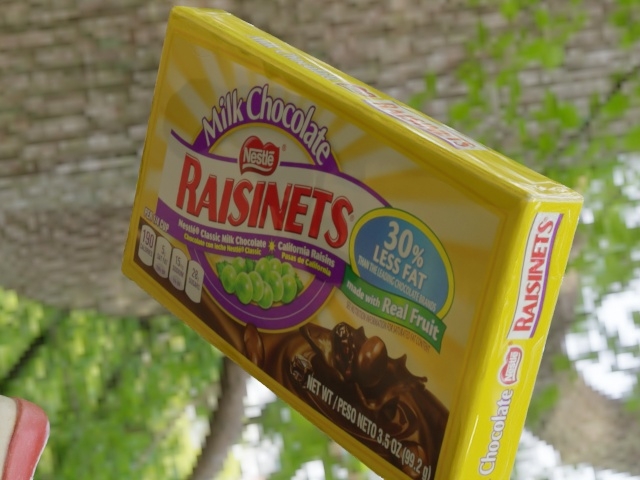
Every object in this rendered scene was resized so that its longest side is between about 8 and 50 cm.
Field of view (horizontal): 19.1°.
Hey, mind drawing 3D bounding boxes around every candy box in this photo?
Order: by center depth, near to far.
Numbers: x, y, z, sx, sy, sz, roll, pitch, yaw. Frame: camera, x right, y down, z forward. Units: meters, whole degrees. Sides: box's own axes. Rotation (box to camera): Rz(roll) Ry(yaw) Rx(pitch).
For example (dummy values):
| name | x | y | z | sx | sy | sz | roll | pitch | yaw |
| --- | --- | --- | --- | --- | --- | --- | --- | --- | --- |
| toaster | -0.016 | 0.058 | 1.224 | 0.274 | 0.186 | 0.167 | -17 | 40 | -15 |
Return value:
| name | x | y | z | sx | sy | sz | roll | pitch | yaw |
| --- | --- | --- | --- | --- | --- | --- | --- | --- | --- |
| candy box | 0.000 | 0.000 | 0.617 | 0.206 | 0.027 | 0.105 | 32 | -67 | 50 |

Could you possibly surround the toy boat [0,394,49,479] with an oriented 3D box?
| name | x | y | z | sx | sy | sz | roll | pitch | yaw |
| --- | --- | --- | --- | --- | --- | --- | --- | --- | --- |
| toy boat | -0.248 | 0.236 | 1.468 | 0.151 | 0.151 | 0.231 | -26 | -129 | 47 |
